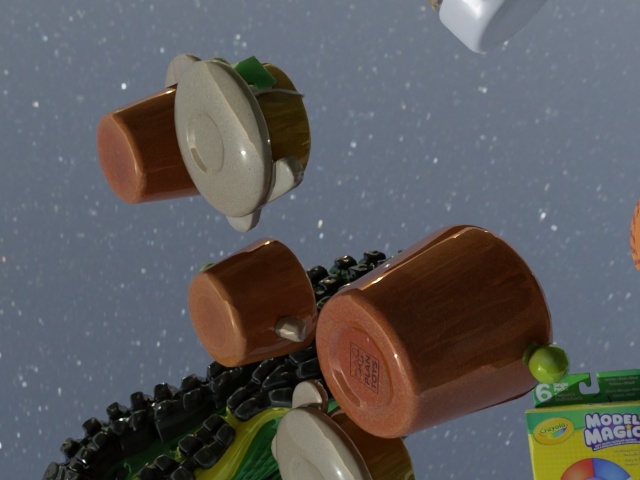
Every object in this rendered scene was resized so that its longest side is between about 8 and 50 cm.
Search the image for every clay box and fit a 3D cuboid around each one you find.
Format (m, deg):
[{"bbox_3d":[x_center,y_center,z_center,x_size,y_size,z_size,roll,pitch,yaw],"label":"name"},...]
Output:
[{"bbox_3d":[0.287,0.249,1.037,0.127,0.053,0.222,-9,-93,25],"label":"clay box"}]

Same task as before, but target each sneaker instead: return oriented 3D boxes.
[{"bbox_3d":[-0.013,0.128,0.692,0.343,0.146,0.134,-30,-143,-4],"label":"sneaker"}]

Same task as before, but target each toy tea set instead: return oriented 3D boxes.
[{"bbox_3d":[0.000,0.000,0.581,0.124,0.200,0.336,-20,-114,-33],"label":"toy tea set"}]

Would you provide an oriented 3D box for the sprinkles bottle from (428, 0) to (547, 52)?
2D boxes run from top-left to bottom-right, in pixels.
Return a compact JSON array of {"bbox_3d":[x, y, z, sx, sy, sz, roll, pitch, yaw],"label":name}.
[{"bbox_3d":[0.067,-0.335,0.941,0.121,0.121,0.355,-33,-107,-33],"label":"sprinkles bottle"}]

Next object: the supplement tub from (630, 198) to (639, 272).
[{"bbox_3d":[0.422,-0.002,1.018,0.190,0.117,0.117,4,-130,-8],"label":"supplement tub"}]
